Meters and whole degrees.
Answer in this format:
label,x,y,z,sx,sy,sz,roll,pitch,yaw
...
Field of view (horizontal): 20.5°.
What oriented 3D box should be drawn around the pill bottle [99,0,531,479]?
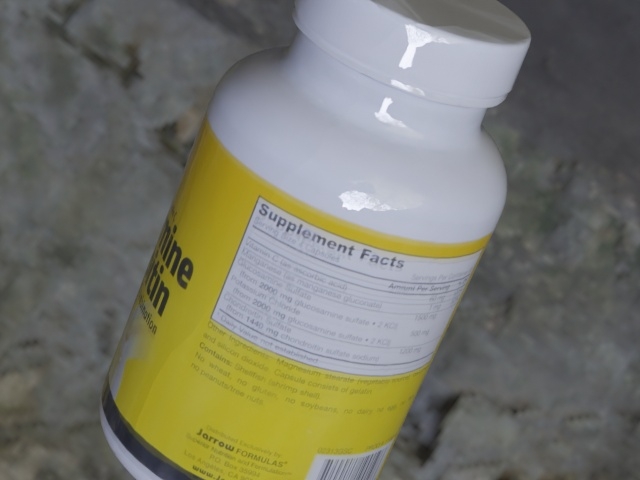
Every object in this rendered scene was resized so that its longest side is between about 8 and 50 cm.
label,x,y,z,sx,sy,sz,roll,pitch,yaw
pill bottle,0.000,0.000,0.590,0.103,0.184,0.103,19,-157,-8
